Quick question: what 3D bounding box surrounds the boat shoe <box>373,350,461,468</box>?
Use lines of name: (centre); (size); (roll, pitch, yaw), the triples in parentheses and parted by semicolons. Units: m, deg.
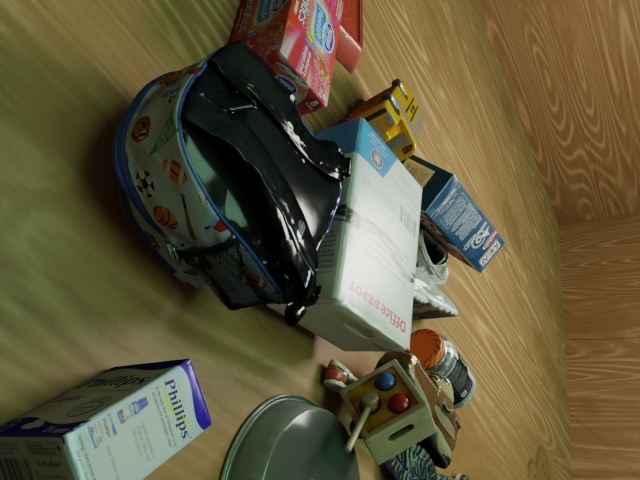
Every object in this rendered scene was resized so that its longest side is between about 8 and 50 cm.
boat shoe: (0.200, 0.316, 1.023); (0.120, 0.122, 0.324); (-48, 131, -30)

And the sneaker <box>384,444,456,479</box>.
sneaker: (0.190, 0.472, 1.018); (0.221, 0.087, 0.083); (47, 53, -16)

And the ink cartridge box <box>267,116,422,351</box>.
ink cartridge box: (0.054, 0.001, 0.834); (0.223, 0.129, 0.308); (39, 51, -44)

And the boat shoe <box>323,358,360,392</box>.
boat shoe: (0.054, 0.254, 0.901); (0.137, 0.049, 0.043); (42, 45, -36)

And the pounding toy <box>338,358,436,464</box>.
pounding toy: (0.091, 0.273, 0.811); (0.100, 0.141, 0.130); (66, -7, -33)

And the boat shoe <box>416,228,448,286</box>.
boat shoe: (0.269, 0.046, 1.257); (0.258, 0.084, 0.095); (32, 55, -49)

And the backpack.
backpack: (-0.105, -0.079, 0.609); (0.277, 0.213, 0.263); (-75, 148, -44)

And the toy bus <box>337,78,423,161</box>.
toy bus: (0.133, -0.238, 1.049); (0.130, 0.108, 0.333); (60, 23, -15)

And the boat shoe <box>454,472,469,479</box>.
boat shoe: (0.360, 0.671, 1.217); (0.080, 0.073, 0.224); (19, 65, -54)

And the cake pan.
cake pan: (-0.027, 0.370, 0.733); (0.293, 0.054, 0.293); (24, 60, -52)

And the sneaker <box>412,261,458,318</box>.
sneaker: (0.233, 0.106, 1.165); (0.281, 0.105, 0.115); (32, 55, -48)

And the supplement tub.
supplement tub: (0.259, 0.283, 1.141); (0.190, 0.117, 0.117); (52, 41, -37)

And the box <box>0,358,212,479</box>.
box: (-0.195, 0.171, 0.468); (0.137, 0.126, 0.072); (-24, 99, -57)

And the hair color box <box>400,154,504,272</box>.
hair color box: (0.288, -0.062, 1.221); (0.105, 0.174, 0.347); (-53, 136, 2)

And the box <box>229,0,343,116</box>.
box: (-0.054, -0.333, 0.840); (0.128, 0.122, 0.257); (41, 48, -45)

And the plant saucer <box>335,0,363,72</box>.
plant saucer: (0.021, -0.532, 1.088); (0.259, 0.047, 0.259); (26, 59, -51)
